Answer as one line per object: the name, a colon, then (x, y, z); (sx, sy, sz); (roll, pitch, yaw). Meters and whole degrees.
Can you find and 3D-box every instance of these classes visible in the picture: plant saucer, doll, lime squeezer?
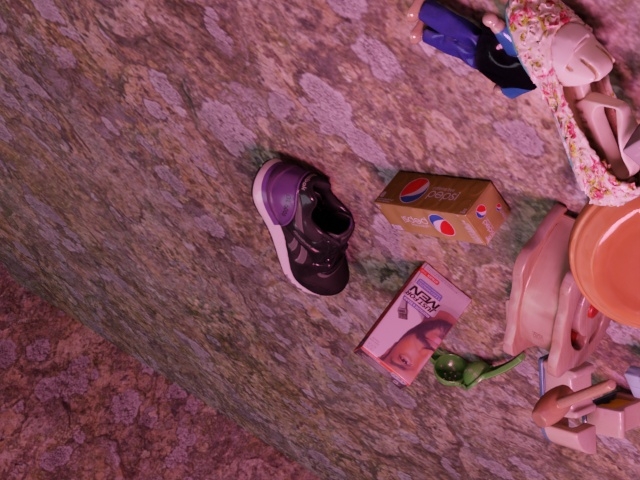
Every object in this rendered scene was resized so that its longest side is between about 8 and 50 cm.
plant saucer: (0.358, 0.017, 1.383); (0.200, 0.037, 0.200); (4, 124, 6)
doll: (0.178, -0.199, 1.389); (0.189, 0.046, 0.129); (30, 159, 23)
lime squeezer: (0.231, 0.191, 2.146); (0.310, 0.059, 0.110); (14, 119, 51)

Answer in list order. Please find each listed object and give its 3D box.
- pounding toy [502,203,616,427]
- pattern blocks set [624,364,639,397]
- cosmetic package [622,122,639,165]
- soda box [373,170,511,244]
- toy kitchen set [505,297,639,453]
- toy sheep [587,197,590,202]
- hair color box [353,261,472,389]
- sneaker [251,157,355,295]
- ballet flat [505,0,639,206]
pounding toy: (0.327, 0.097, 1.634); (0.155, 0.154, 0.269); (26, 134, 29)
pattern blocks set: (0.534, 0.250, 1.641); (0.325, 0.026, 0.285); (2, 132, 54)
cosmetic package: (0.412, -0.058, 1.219); (0.238, 0.107, 0.127); (37, 160, -6)
soda box: (0.156, -0.044, 1.732); (0.181, 0.061, 0.058); (11, 146, 52)
toy kitchen set: (0.360, 0.170, 1.850); (0.122, 0.166, 0.207); (12, 110, 50)
toy sheep: (0.331, -0.031, 1.432); (0.132, 0.091, 0.091); (-15, 126, 45)
hair color box: (0.137, 0.126, 1.974); (0.093, 0.167, 0.053); (39, 160, -2)
sneaker: (0.000, 0.000, 2.039); (0.124, 0.107, 0.283); (15, 150, 36)
ballet flat: (0.260, -0.141, 1.283); (0.077, 0.091, 0.241); (1, 125, 58)
